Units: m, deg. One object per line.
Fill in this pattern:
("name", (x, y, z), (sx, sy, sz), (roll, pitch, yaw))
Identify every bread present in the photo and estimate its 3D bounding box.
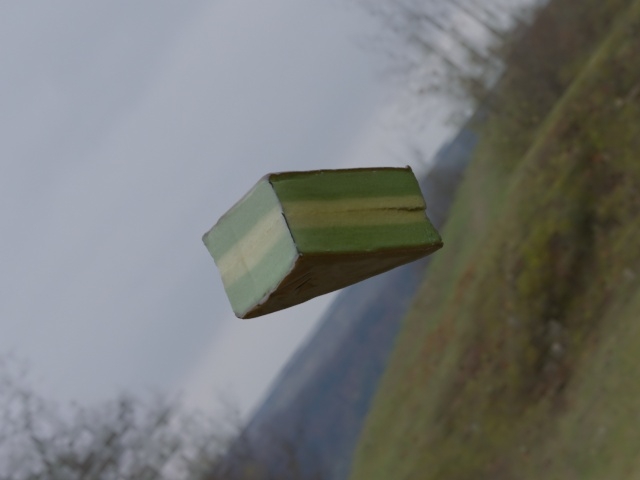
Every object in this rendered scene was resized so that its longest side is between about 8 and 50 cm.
("bread", (0.004, -0.001, 1.260), (0.139, 0.074, 0.084), (-7, -26, -42))
